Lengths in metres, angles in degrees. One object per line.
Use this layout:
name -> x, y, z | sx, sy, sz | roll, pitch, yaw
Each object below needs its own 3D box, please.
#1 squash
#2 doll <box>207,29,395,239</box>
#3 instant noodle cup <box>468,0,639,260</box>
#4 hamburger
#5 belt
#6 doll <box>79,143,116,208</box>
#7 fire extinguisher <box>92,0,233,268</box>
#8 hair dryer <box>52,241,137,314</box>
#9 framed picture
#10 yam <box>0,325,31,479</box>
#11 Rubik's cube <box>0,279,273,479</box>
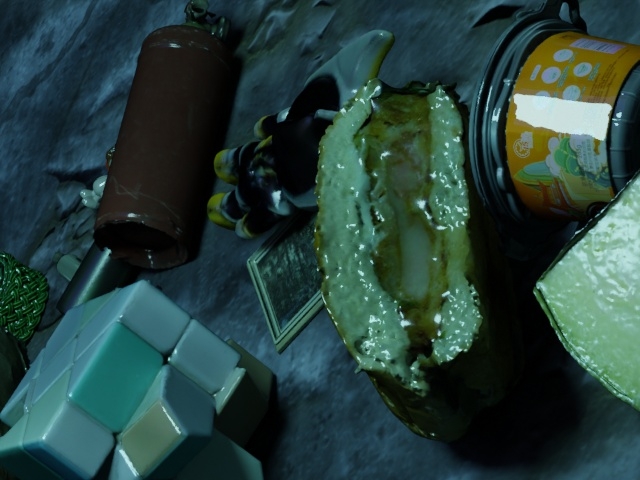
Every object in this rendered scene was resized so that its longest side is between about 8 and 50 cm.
squash -> 0.274, 0.039, 1.379 | 0.192, 0.085, 0.184 | -48, 62, 23
doll -> -0.012, -0.079, 1.805 | 0.316, 0.103, 0.145 | -22, 32, 55
instant noodle cup -> 0.215, -0.082, 1.472 | 0.125, 0.177, 0.208 | 9, 103, 40
hamburger -> 0.083, 0.027, 1.540 | 0.132, 0.211, 0.309 | -12, 54, 10
belt -> -0.386, 0.085, 2.237 | 0.151, 0.079, 0.121 | -58, 32, 4
doll -> -0.235, -0.074, 2.195 | 0.085, 0.040, 0.058 | -28, 54, 40
fire extinguisher -> -0.161, -0.130, 2.090 | 0.147, 0.106, 0.337 | 126, 160, -60
hair dryer -> -0.264, 0.031, 2.144 | 0.100, 0.057, 0.197 | -60, 26, -3
framed picture -> 0.000, 0.000, 1.831 | 0.183, 0.011, 0.142 | -48, 34, 19
yam -> -0.406, 0.236, 2.008 | 0.241, 0.241, 0.348 | -42, 38, 26
Rubik's cube -> -0.149, 0.168, 1.736 | 0.224, 0.213, 0.265 | -58, 18, -24
